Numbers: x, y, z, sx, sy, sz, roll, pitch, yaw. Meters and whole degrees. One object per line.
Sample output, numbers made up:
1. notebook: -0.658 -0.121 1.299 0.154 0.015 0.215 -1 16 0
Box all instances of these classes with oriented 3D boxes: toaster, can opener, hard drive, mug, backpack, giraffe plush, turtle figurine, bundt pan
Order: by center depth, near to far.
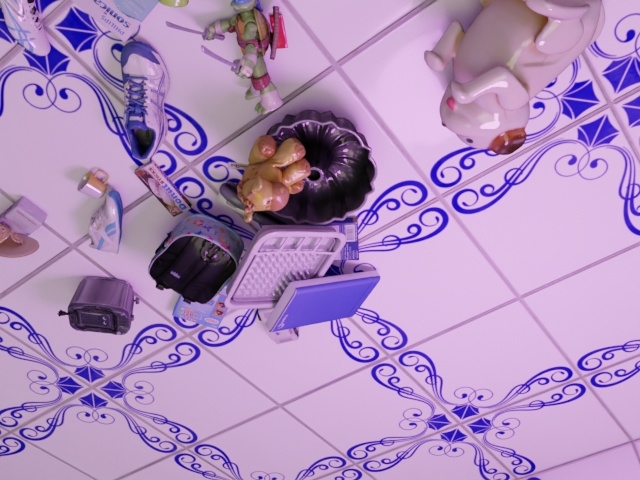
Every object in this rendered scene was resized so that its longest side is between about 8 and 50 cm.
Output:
1. turtle figurine: -0.205 -0.418 1.527 0.198 0.274 0.266 16 144 34
2. giraffe plush: -0.133 -0.139 1.610 0.210 0.170 0.181 -8 130 9
3. bundt pan: -0.017 -0.203 1.745 0.331 0.124 0.330 0 129 1
4. mug: -0.628 -0.152 1.847 0.078 0.062 0.064 -29 132 31
5. can opener: -0.164 -0.074 1.869 0.280 0.093 0.074 27 113 -13
6. backpack: -0.345 0.039 1.911 0.225 0.191 0.253 32 133 -18
7. hard drive: 0.010 0.184 2.017 0.319 0.040 0.210 -6 142 -37
8. toaster: -0.693 0.204 2.090 0.227 0.146 0.129 6 129 -4

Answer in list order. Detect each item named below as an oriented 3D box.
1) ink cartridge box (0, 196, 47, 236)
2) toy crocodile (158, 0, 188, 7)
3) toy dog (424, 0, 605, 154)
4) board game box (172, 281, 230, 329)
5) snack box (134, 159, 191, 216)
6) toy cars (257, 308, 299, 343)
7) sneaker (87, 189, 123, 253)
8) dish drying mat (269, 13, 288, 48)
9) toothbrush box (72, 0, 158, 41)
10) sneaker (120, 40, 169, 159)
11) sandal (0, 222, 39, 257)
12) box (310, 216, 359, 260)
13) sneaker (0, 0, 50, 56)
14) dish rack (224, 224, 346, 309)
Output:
1. ink cartridge box: -0.875 -0.059 1.934 0.122 0.052 0.088 -29 124 26
2. toy crocodile: -0.362 -0.539 1.317 0.341 0.105 0.115 10 132 -9
3. toy dog: 0.416 -0.401 1.508 0.396 0.284 0.407 -12 139 -38
4. board game box: -0.372 0.190 2.141 0.160 0.039 0.211 20 127 -15
5. snack box: -0.443 -0.145 1.870 0.064 0.022 0.178 -24 125 19
6. toy cars: -0.101 0.215 2.124 0.177 0.087 0.393 17 129 -12
7. sneaker: -0.619 -0.050 1.908 0.092 0.087 0.228 8 132 -14
8. dish drying mat: -0.099 -0.496 1.574 0.032 0.008 0.083 -5 130 5
9. toothbrush box: -0.411 -0.611 1.407 0.216 0.126 0.295 36 122 -27
10. sneaker: -0.435 -0.337 1.639 0.112 0.131 0.296 1 129 3
11. sandal: -0.929 -0.017 1.881 0.240 0.088 0.079 11 137 1
12. box: 0.000 0.000 1.964 0.225 0.036 0.136 -3 122 2
13. sneaker: -0.679 -0.530 1.510 0.086 0.085 0.237 -7 131 13
14. dish rack: -0.111 0.066 1.867 0.286 0.072 0.332 0 137 -35
